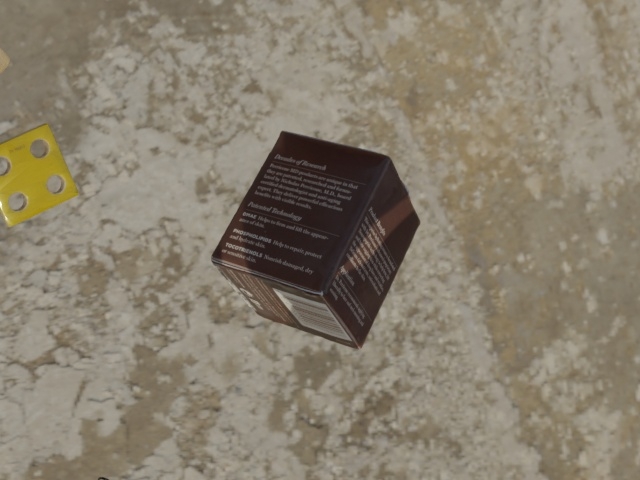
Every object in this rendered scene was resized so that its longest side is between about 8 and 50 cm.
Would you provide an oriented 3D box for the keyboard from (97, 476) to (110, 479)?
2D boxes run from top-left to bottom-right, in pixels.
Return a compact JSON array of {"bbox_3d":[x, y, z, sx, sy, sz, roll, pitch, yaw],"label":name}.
[{"bbox_3d":[-0.229,0.257,0.915,0.201,0.317,0.033,0,90,-51],"label":"keyboard"}]

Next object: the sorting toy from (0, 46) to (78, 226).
[{"bbox_3d":[-0.258,-0.091,0.522,0.274,0.046,0.132,46,72,-29],"label":"sorting toy"}]

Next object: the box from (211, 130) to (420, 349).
[{"bbox_3d":[0.000,0.000,1.245,0.203,0.167,0.168,-63,149,-20],"label":"box"}]
